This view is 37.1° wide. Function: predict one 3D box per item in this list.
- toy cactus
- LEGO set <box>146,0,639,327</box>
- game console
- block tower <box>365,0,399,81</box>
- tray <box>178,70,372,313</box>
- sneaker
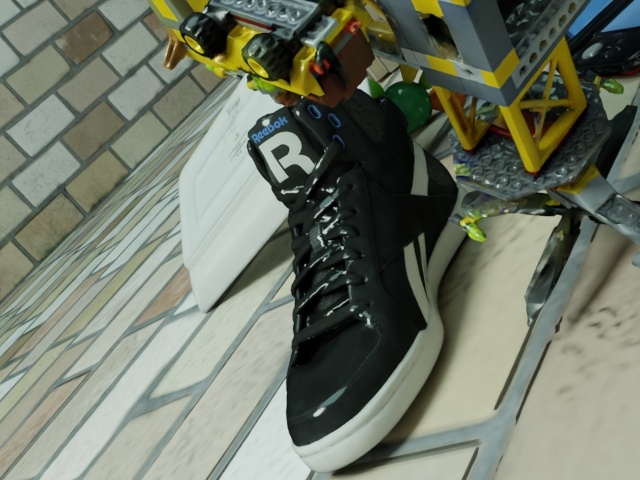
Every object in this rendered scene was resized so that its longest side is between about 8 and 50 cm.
[{"bbox_3d":[0.024,-0.079,0.708,0.219,0.112,0.180,-24,31,29],"label":"toy cactus"},{"bbox_3d":[0.092,-0.137,0.425,0.255,0.192,0.331,17,65,39],"label":"LEGO set"},{"bbox_3d":[0.181,-0.171,0.559,0.144,0.085,0.124,-43,14,-4],"label":"game console"},{"bbox_3d":[0.143,-0.310,1.059,0.335,0.097,0.091,-40,14,0],"label":"block tower"},{"bbox_3d":[-0.051,-0.071,0.715,0.270,0.030,0.145,-48,40,44],"label":"tray"},{"bbox_3d":[0.000,0.000,0.456,0.079,0.121,0.217,-34,16,32],"label":"sneaker"}]
